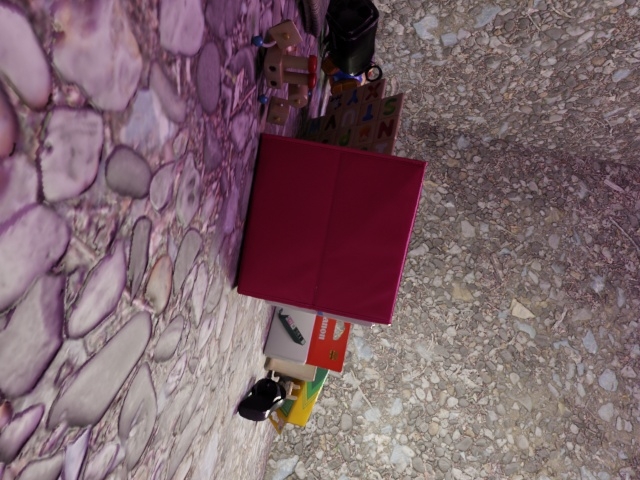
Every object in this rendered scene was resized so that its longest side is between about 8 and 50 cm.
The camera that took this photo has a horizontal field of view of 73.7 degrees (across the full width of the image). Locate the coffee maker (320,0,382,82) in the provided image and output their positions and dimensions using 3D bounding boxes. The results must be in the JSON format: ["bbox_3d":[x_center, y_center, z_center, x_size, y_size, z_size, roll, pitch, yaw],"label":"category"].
[{"bbox_3d":[0.086,-0.477,1.002,0.120,0.171,0.178,-61,175,-1],"label":"coffee maker"}]

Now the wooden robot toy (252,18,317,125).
[{"bbox_3d":[-0.042,-0.234,0.559,0.173,0.077,0.078,98,-6,-65],"label":"wooden robot toy"}]

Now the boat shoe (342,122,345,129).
[{"bbox_3d":[0.054,-0.269,1.177,0.301,0.102,0.108,-147,-103,-75],"label":"boat shoe"}]

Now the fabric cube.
[{"bbox_3d":[0.021,-0.034,0.761,0.254,0.260,0.257,-58,158,-78],"label":"fabric cube"}]

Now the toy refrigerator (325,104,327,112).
[{"bbox_3d":[0.074,-0.301,1.375,0.102,0.095,0.269,-49,145,-56],"label":"toy refrigerator"}]

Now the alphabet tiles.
[{"bbox_3d":[0.051,-0.210,0.993,0.011,0.285,0.341,28,69,-45],"label":"alphabet tiles"}]

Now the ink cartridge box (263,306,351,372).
[{"bbox_3d":[-0.023,0.245,1.317,0.060,0.239,0.274,97,6,-65],"label":"ink cartridge box"}]

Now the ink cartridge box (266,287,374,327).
[{"bbox_3d":[0.018,0.112,1.144,0.201,0.279,0.116,-70,173,-73],"label":"ink cartridge box"}]

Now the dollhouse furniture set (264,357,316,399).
[{"bbox_3d":[-0.133,0.430,1.501,0.242,0.161,0.211,-39,-147,57],"label":"dollhouse furniture set"}]

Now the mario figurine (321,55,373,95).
[{"bbox_3d":[0.103,-0.506,1.261,0.320,0.170,0.197,-67,171,-65],"label":"mario figurine"}]

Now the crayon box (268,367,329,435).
[{"bbox_3d":[-0.085,0.549,1.620,0.322,0.083,0.203,-65,-156,-6],"label":"crayon box"}]

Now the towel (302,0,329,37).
[{"bbox_3d":[0.008,-0.512,0.639,0.324,0.056,0.311,-74,180,-83],"label":"towel"}]

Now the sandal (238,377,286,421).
[{"bbox_3d":[-0.140,0.401,1.114,0.254,0.097,0.054,61,42,-86],"label":"sandal"}]
